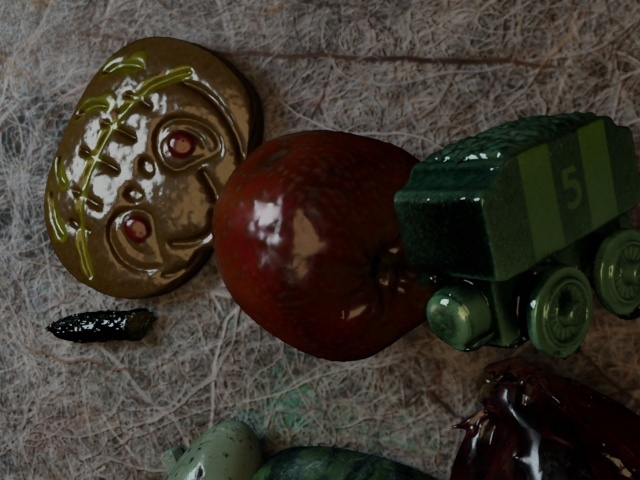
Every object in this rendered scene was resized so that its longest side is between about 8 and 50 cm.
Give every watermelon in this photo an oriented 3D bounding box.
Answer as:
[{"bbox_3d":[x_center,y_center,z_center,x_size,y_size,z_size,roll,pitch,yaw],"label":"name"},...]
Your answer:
[{"bbox_3d":[0.021,0.390,0.904,0.262,0.213,0.201,14,111,24],"label":"watermelon"}]

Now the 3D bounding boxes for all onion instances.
[{"bbox_3d":[0.255,0.290,0.790,0.281,0.221,0.281,3,98,21],"label":"onion"}]

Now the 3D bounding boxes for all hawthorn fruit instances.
[{"bbox_3d":[0.000,0.000,0.855,0.300,0.275,0.275,16,95,32],"label":"hawthorn fruit"}]

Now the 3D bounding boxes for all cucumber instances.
[{"bbox_3d":[-0.337,0.131,1.085,0.181,0.053,0.053,-5,88,21],"label":"cucumber"}]

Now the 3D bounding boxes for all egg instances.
[{"bbox_3d":[-0.142,0.326,0.974,0.131,0.131,0.164,11,79,19],"label":"egg"}]

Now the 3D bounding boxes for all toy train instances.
[{"bbox_3d":[0.230,-0.010,0.764,0.167,0.299,0.238,4,113,53],"label":"toy train"}]

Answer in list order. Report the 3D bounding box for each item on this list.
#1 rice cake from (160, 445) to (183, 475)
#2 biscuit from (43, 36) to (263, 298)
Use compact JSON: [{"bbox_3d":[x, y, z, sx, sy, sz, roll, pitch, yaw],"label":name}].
[{"bbox_3d":[-0.183,0.380,1.037,0.029,0.033,0.171,-33,79,18],"label":"rice cake"},{"bbox_3d":[-0.240,-0.096,1.040,0.350,0.070,0.394,24,97,18],"label":"biscuit"}]
